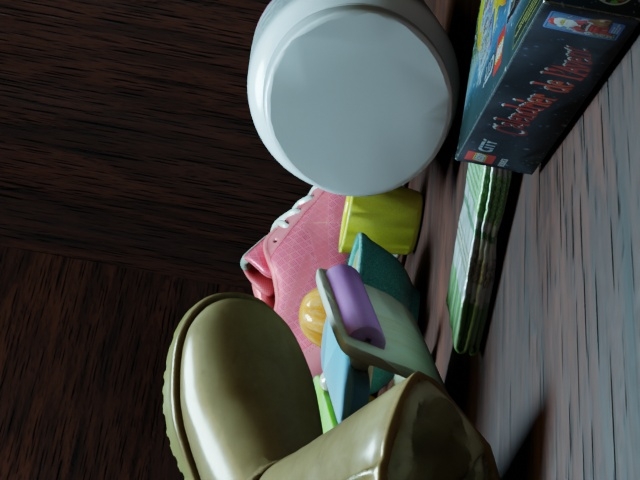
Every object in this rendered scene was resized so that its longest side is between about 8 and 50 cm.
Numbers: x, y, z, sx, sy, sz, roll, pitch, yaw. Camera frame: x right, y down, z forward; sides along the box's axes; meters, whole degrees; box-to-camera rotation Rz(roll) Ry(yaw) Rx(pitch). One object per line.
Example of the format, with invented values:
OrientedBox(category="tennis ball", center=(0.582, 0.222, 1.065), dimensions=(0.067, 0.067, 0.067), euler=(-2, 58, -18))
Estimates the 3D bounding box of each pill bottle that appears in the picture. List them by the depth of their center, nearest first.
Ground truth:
OrientedBox(category="pill bottle", center=(0.024, -0.125, 1.525), dimensions=(0.283, 0.160, 0.160), euler=(-93, 13, -78))

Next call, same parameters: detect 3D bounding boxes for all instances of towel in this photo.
OrientedBox(category="towel", center=(0.097, -0.019, 1.154), dimensions=(0.113, 0.023, 0.152), euler=(-82, 1, -75))

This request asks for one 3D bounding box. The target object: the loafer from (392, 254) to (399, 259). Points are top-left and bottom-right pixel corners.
OrientedBox(category="loafer", center=(0.043, 0.028, 1.693), dimensions=(0.125, 0.045, 0.039), euler=(-60, -8, 12))

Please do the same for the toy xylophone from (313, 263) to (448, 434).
OrientedBox(category="toy xylophone", center=(0.011, 0.171, 1.272), dimensions=(0.236, 0.081, 0.323), euler=(-124, 42, -73))

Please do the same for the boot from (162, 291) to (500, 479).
OrientedBox(category="boot", center=(0.006, 0.111, 1.030), dimensions=(0.269, 0.089, 0.236), euler=(141, 121, -63))

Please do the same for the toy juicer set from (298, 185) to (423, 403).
OrientedBox(category="toy juicer set", center=(0.021, 0.095, 1.525), dimensions=(0.329, 0.089, 0.209), euler=(-87, 8, -65))

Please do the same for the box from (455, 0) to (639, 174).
OrientedBox(category="box", center=(0.115, -0.141, 0.945), dimensions=(0.233, 0.044, 0.159), euler=(111, 169, -75))

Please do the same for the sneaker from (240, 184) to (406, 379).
OrientedBox(category="sneaker", center=(0.000, 0.000, 1.792), dimensions=(0.116, 0.136, 0.314), euler=(106, 173, -55))
